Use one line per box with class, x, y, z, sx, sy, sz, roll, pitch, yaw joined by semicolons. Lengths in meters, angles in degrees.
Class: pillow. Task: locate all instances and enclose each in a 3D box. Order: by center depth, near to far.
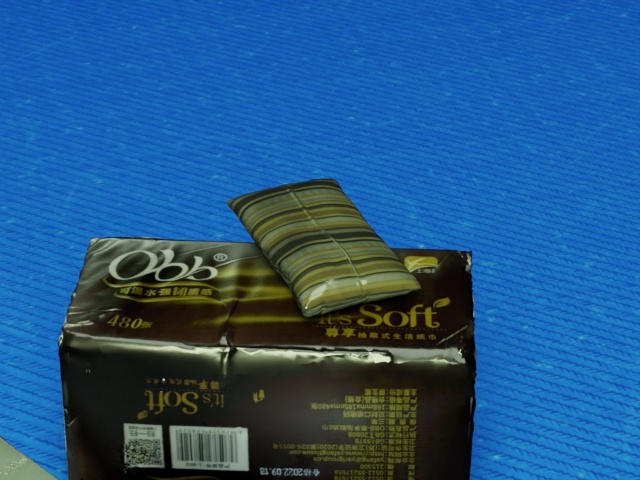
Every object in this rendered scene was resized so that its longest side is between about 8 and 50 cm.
pillow;0.000;0.000;1.558;0.113;0.038;0.203;-11;33;-19

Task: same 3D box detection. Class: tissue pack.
tissue pack;-0.048;0.129;1.579;0.369;0.210;0.198;3;36;1

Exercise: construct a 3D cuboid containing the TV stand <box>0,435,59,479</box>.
TV stand;-0.218;0.265;1.448;0.082;0.088;0.269;-26;40;-38
